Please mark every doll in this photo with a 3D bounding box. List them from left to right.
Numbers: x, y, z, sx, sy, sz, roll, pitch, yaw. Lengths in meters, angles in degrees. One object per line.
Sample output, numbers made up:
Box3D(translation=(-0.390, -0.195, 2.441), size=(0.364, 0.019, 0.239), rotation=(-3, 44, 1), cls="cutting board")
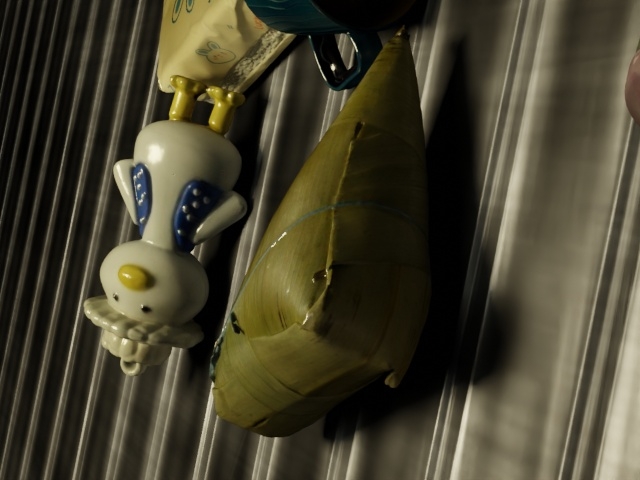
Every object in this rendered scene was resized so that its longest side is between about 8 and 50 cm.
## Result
Box3D(translation=(-0.146, -0.008, 1.149), size=(0.119, 0.138, 0.293), rotation=(-26, -46, -77), cls="doll")

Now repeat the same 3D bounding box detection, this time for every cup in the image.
Box3D(translation=(0.002, -0.198, 0.927), size=(0.138, 0.113, 0.150), rotation=(14, 91, 66), cls="cup")

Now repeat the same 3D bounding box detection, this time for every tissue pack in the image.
Box3D(translation=(-0.082, -0.234, 1.139), size=(0.196, 0.092, 0.148), rotation=(-34, 50, 55), cls="tissue pack")

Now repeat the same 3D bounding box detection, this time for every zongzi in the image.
Box3D(translation=(0.000, 0.000, 0.861), size=(0.228, 0.115, 0.256), rotation=(136, 144, -57), cls="zongzi")

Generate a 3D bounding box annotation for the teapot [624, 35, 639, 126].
Box3D(translation=(0.201, -0.095, 0.509), size=(0.116, 0.148, 0.146), rotation=(8, 73, 29), cls="teapot")
